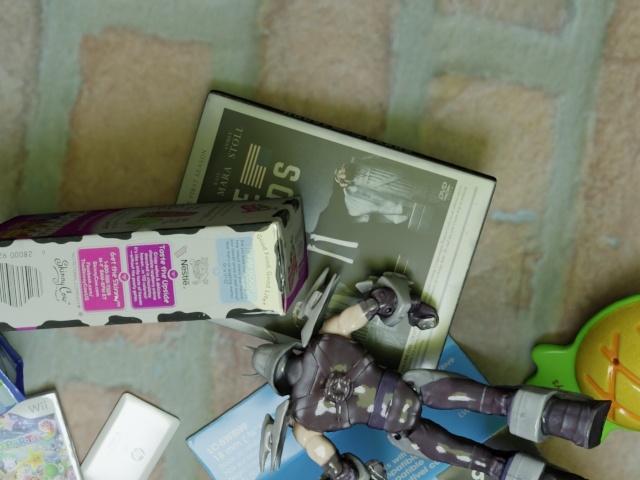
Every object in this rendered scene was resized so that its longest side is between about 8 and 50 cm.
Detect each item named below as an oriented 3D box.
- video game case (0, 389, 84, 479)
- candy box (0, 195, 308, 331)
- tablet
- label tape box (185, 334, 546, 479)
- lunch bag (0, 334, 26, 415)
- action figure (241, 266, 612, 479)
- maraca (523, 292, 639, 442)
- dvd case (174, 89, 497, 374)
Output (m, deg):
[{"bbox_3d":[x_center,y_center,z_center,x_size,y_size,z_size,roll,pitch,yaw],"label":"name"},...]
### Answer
[{"bbox_3d":[-0.242,0.190,1.319,0.087,0.011,0.122,-15,103,0],"label":"video game case"},{"bbox_3d":[-0.133,0.016,1.201,0.233,0.159,0.071,-4,98,7],"label":"candy box"},{"bbox_3d":[-0.159,0.172,1.333,0.054,0.006,0.083,29,96,-13],"label":"tablet"},{"bbox_3d":[0.081,0.243,1.331,0.240,0.106,0.334,-35,104,-1],"label":"label tape box"},{"bbox_3d":[-0.322,0.089,1.247,0.129,0.096,0.151,-36,114,0],"label":"lunch bag"},{"bbox_3d":[0.070,0.129,1.227,0.285,0.099,0.185,17,101,13],"label":"action figure"},{"bbox_3d":[0.260,0.109,1.338,0.185,0.099,0.127,-25,103,24],"label":"maraca"},{"bbox_3d":[0.000,0.000,1.282,0.238,0.029,0.179,17,98,2],"label":"dvd case"}]
